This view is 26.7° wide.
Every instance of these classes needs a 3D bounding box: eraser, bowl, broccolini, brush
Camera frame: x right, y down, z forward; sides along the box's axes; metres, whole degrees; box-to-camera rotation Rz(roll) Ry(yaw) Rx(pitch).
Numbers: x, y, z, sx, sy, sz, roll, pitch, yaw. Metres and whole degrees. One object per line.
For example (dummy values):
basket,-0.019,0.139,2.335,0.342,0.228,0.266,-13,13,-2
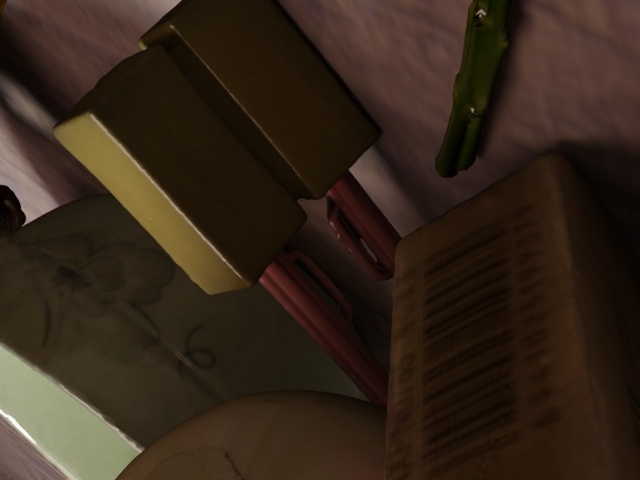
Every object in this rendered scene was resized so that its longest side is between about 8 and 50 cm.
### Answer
eraser,0.084,0.114,0.392,0.144,0.078,0.343,51,-158,-21
bowl,-0.082,0.088,0.821,0.307,0.163,0.307,36,158,17
broccolini,0.053,-0.078,0.448,0.042,0.044,0.218,24,162,7
brush,0.000,0.000,0.594,0.233,0.103,0.047,49,155,-17

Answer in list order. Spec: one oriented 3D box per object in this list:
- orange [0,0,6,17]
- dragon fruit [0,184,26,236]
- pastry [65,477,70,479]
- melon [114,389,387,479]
orange,-0.276,-0.153,0.523,0.322,0.322,0.357,41,150,7
dragon fruit,-0.360,-0.086,0.846,0.342,0.277,0.277,57,159,-1
pastry,-0.066,0.261,1.127,0.311,0.162,0.255,50,157,-11
melon,0.004,0.196,0.572,0.223,0.223,0.317,31,156,31
